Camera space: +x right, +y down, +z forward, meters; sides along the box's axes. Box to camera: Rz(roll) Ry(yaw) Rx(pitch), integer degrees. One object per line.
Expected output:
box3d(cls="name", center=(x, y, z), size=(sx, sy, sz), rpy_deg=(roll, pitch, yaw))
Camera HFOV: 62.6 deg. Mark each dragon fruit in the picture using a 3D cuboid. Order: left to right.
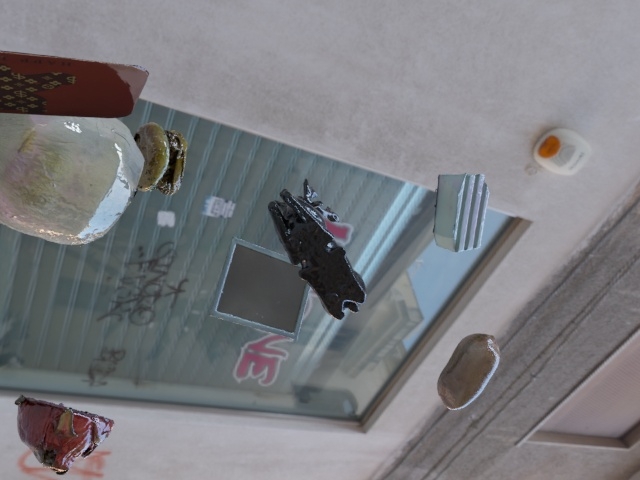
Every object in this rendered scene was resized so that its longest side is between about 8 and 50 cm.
box3d(cls="dragon fruit", center=(-0.613, 0.459, 1.222), size=(0.224, 0.218, 0.148), rpy_deg=(117, -10, -67))

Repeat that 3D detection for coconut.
box3d(cls="coconut", center=(-0.405, -0.111, 0.790), size=(0.227, 0.230, 0.227), rpy_deg=(-37, -141, 37))

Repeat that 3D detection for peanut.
box3d(cls="peanut", center=(0.258, 0.228, 0.920), size=(0.152, 0.076, 0.076), rpy_deg=(-60, -153, 8))

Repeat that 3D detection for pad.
box3d(cls="pad", center=(-0.335, -0.167, 0.571), size=(0.181, 0.267, 0.004), rpy_deg=(-15, -100, 61))

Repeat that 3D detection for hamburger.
box3d(cls="hamburger", center=(-0.421, -0.201, 1.330), size=(0.185, 0.113, 0.177), rpy_deg=(-24, -101, 34))

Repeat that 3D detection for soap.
box3d(cls="soap", center=(0.398, -0.088, 1.498), size=(0.091, 0.145, 0.230), rpy_deg=(24, -65, 50))

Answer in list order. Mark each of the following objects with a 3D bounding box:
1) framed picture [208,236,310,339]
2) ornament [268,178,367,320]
box3d(cls="framed picture", center=(-0.100, 0.088, 0.942), size=(0.011, 0.183, 0.142), rpy_deg=(-5, -113, 56))
box3d(cls="ornament", center=(0.000, 0.000, 0.810), size=(0.080, 0.202, 0.236), rpy_deg=(-33, -169, 5))
